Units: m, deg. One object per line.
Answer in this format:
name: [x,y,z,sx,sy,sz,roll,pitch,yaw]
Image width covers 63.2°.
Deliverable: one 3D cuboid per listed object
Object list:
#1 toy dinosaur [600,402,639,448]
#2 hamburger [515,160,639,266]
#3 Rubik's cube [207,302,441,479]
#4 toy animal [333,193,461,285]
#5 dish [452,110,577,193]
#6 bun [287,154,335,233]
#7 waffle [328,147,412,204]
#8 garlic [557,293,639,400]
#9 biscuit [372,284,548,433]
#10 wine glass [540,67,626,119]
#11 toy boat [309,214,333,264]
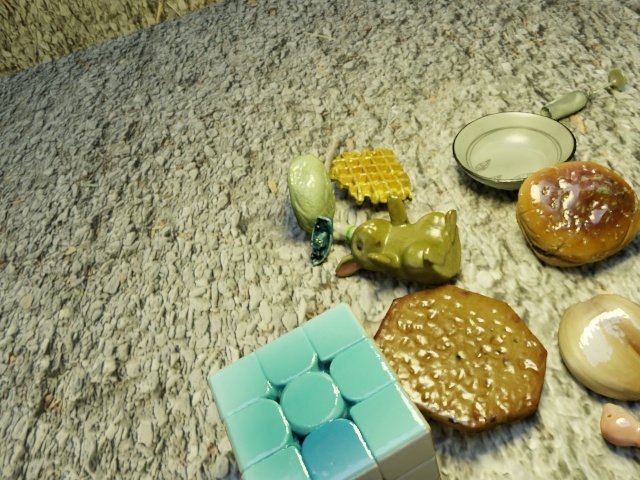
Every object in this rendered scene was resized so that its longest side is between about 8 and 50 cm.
toy dinosaur: [0.577,0.342,0.866,0.176,0.152,0.194,-12,40,18]
hamburger: [0.592,-0.059,1.195,0.285,0.146,0.243,17,75,8]
Rubik's cube: [0.014,0.348,0.927,0.290,0.291,0.292,-27,46,-8]
toy animal: [0.155,0.008,1.265,0.362,0.180,0.181,9,58,27]
dish: [0.520,-0.224,1.413,0.316,0.106,0.317,-8,45,8]
bun: [-0.016,-0.130,1.416,0.108,0.221,0.221,-6,48,12]
waffle: [0.133,-0.178,1.474,0.218,0.057,0.229,-5,44,-14]
garlic: [0.579,0.193,1.019,0.217,0.110,0.228,-35,49,-10]
biscuit: [0.283,0.230,1.073,0.358,0.046,0.359,0,41,0]
wine glass: [0.769,-0.422,1.538,0.262,0.074,0.074,-26,47,-5]
toy boat: [0.000,0.000,1.355,0.060,0.137,0.060,25,31,24]
